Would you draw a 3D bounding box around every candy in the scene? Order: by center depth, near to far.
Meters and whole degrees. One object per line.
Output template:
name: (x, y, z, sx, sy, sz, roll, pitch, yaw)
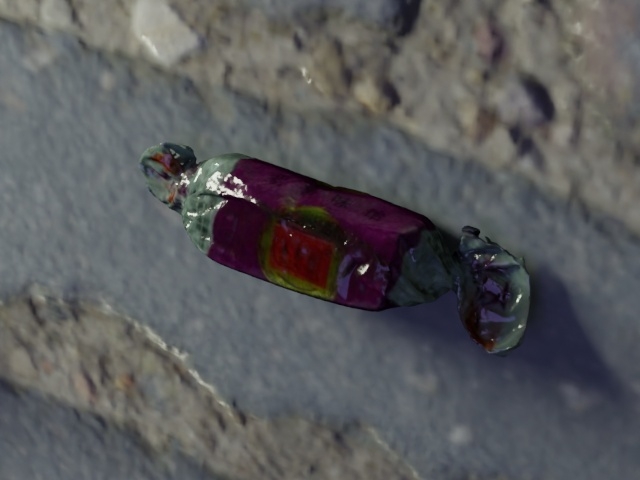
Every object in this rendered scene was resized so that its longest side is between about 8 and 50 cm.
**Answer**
candy: (0.000, 0.000, 0.747, 0.175, 0.043, 0.045, 19, 112, 24)
